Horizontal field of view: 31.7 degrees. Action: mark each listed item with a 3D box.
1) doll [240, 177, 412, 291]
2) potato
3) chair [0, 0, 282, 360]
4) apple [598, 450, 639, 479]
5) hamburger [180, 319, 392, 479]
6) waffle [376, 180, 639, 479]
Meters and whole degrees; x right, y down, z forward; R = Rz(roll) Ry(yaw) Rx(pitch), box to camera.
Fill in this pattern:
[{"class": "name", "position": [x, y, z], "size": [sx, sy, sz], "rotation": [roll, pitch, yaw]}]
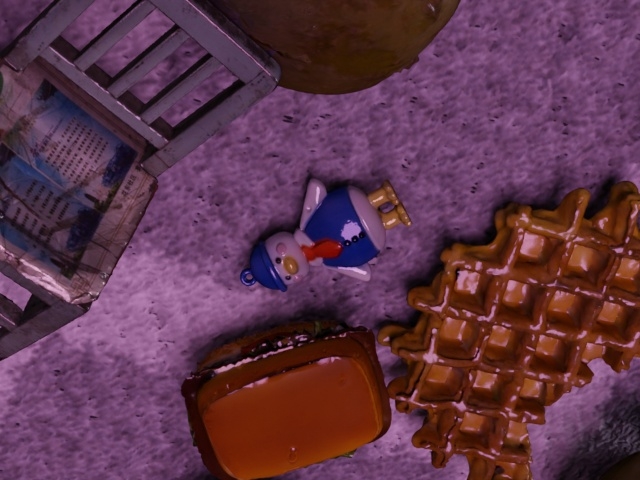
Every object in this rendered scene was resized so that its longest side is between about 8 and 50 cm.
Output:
[{"class": "doll", "position": [0.000, 0.000, 0.890], "size": [0.143, 0.057, 0.098], "rotation": [-25, 114, 7]}, {"class": "potato", "position": [-0.038, -0.218, 0.703], "size": [0.307, 0.210, 0.173], "rotation": [36, 72, -16]}, {"class": "chair", "position": [-0.171, -0.043, 0.715], "size": [0.136, 0.147, 0.270], "rotation": [40, 138, -25]}, {"class": "apple", "position": [0.357, 0.313, 1.004], "size": [0.295, 0.233, 0.257], "rotation": [7, 76, 3]}, {"class": "hamburger", "position": [-0.028, 0.130, 0.924], "size": [0.166, 0.087, 0.137], "rotation": [-15, 117, -4]}, {"class": "waffle", "position": [0.192, 0.083, 0.962], "size": [0.293, 0.069, 0.260], "rotation": [-36, 113, 7]}]
